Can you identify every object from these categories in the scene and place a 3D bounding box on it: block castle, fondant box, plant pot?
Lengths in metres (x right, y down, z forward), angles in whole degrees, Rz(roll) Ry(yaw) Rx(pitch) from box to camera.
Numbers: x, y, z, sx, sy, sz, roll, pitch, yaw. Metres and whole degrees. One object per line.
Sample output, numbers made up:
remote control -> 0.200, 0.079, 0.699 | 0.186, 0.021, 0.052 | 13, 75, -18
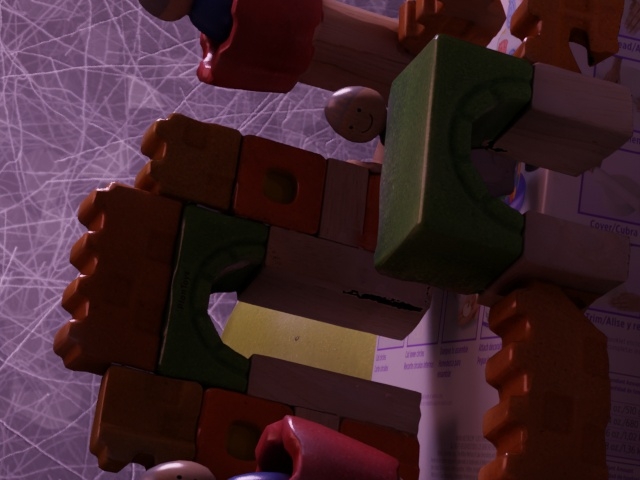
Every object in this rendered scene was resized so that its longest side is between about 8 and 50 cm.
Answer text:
block castle -> 0.000, 0.000, 0.955 | 0.303, 0.213, 0.453 | 132, 148, -59
fondant box -> 0.122, 0.001, 1.126 | 0.238, 0.096, 0.330 | 164, 113, -70
plant pot -> 0.072, 0.131, 1.683 | 0.274, 0.275, 0.293 | -62, 15, -11
